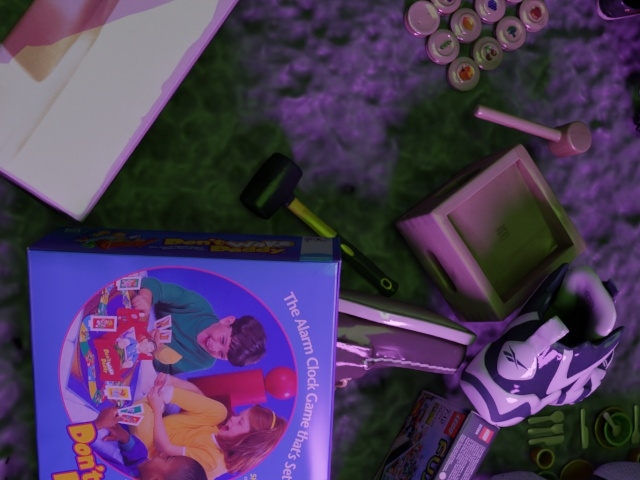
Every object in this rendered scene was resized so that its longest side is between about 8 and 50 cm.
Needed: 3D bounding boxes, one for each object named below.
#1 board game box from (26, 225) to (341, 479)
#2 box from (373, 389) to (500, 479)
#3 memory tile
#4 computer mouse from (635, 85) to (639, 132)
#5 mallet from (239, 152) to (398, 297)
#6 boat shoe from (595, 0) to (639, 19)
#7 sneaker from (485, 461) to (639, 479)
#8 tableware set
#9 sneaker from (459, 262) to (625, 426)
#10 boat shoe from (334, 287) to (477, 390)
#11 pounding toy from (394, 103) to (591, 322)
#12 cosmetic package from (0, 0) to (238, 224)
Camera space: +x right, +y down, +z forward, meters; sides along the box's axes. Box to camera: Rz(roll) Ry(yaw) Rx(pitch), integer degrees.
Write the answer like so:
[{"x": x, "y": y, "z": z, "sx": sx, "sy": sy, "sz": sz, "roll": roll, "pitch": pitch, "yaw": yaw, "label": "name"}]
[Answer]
[{"x": -0.107, "y": 0.168, "z": 0.665, "sx": 0.234, "sy": 0.078, "sz": 0.346, "roll": 3, "pitch": 104, "yaw": 0, "label": "board game box"}, {"x": 0.086, "y": 0.252, "z": 0.779, "sx": 0.036, "sy": 0.114, "sz": 0.207, "roll": 33, "pitch": 80, "yaw": -14, "label": "box"}, {"x": 0.169, "y": -0.240, "z": 0.859, "sx": 0.148, "sy": 0.012, "sz": 0.113, "roll": -41, "pitch": 101, "yaw": -13, "label": "memory tile"}, {"x": 0.410, "y": -0.242, "z": 0.835, "sx": 0.189, "sy": 0.072, "sz": 0.272, "roll": -34, "pitch": 131, "yaw": -10, "label": "computer mouse"}, {"x": 0.000, "y": 0.000, "z": 0.798, "sx": 0.062, "sy": 0.039, "sz": 0.189, "roll": -45, "pitch": 106, "yaw": -12, "label": "mallet"}, {"x": 0.376, "y": -0.283, "z": 0.908, "sx": 0.133, "sy": 0.042, "sz": 0.048, "roll": -20, "pitch": 94, "yaw": -17, "label": "boat shoe"}, {"x": 0.256, "y": 0.322, "z": 0.826, "sx": 0.269, "sy": 0.101, "sz": 0.153, "roll": -2, "pitch": 100, "yaw": -19, "label": "sneaker"}, {"x": 0.299, "y": 0.239, "z": 0.890, "sx": 0.154, "sy": 0.024, "sz": 0.103, "roll": -2, "pitch": 90, "yaw": -17, "label": "tableware set"}, {"x": 0.250, "y": 0.085, "z": 0.775, "sx": 0.235, "sy": 0.153, "sz": 0.094, "roll": -6, "pitch": 53, "yaw": -40, "label": "sneaker"}, {"x": -0.015, "y": 0.087, "z": 0.752, "sx": 0.325, "sy": 0.116, "sz": 0.096, "roll": 13, "pitch": 91, "yaw": -12, "label": "boat shoe"}, {"x": 0.183, "y": -0.049, "z": 0.824, "sx": 0.206, "sy": 0.094, "sz": 0.181, "roll": -36, "pitch": 97, "yaw": -20, "label": "pounding toy"}, {"x": -0.174, "y": -0.168, "z": 0.684, "sx": 0.129, "sy": 0.153, "sz": 0.296, "roll": 35, "pitch": 79, "yaw": -14, "label": "cosmetic package"}]
